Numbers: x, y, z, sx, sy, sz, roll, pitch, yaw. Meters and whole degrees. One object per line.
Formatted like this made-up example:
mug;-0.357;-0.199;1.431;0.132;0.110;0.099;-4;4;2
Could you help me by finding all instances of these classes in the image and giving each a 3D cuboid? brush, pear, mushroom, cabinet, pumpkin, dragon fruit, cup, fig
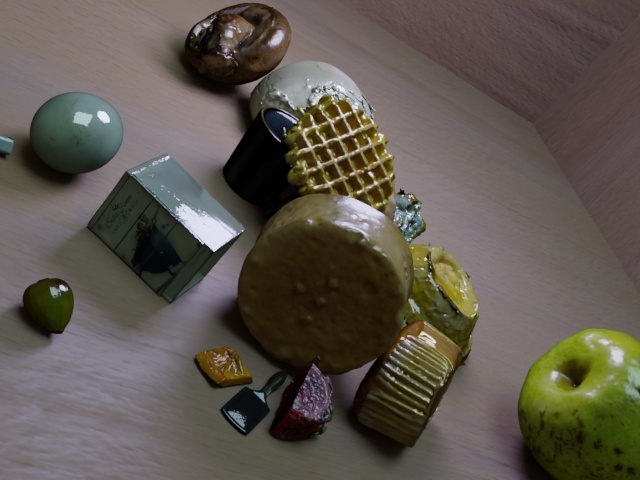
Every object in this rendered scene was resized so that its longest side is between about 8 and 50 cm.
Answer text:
brush;-0.106;0.271;1.506;0.063;0.016;0.193;46;28;4
pear;0.641;0.397;1.925;0.391;0.391;0.391;31;29;-20
mushroom;-0.220;-0.502;2.241;0.263;0.195;0.283;22;31;21
cabinet;-0.277;-0.023;1.567;0.206;0.145;0.150;44;27;3
pumpkin;-0.160;0.216;1.497;0.101;0.035;0.073;1;51;-55
dragon fruit;-0.017;0.292;1.510;0.096;0.102;0.147;32;38;-4
cup;-0.113;-0.163;1.945;0.166;0.177;0.239;27;31;-29
fig;-0.407;0.099;1.310;0.074;0.074;0.088;-10;78;-57

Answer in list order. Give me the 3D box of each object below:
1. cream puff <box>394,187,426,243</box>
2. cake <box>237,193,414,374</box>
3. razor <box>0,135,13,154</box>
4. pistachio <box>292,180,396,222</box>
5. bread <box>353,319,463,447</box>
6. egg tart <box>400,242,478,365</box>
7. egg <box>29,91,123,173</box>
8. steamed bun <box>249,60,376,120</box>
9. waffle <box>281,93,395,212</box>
cream puff;0.200;-0.046;2.263;0.121;0.156;0.156;8;8;34
cake;0.024;0.052;1.667;0.332;0.332;0.321;38;23;-7
razor;-0.651;-0.203;1.449;0.277;0.056;0.111;27;-5;-38
pistachio;0.060;-0.121;2.085;0.309;0.230;0.230;40;27;1
bread;0.171;0.272;1.699;0.156;0.204;0.288;29;22;14
egg tart;0.270;0.127;2.028;0.345;0.132;0.345;38;32;-30
egg;-0.445;-0.198;1.593;0.149;0.149;0.192;47;25;10
steamed bun;-0.008;-0.345;2.274;0.333;0.233;0.312;31;27;-27
waffle;0.050;-0.183;1.909;0.329;0.062;0.329;14;64;-32
